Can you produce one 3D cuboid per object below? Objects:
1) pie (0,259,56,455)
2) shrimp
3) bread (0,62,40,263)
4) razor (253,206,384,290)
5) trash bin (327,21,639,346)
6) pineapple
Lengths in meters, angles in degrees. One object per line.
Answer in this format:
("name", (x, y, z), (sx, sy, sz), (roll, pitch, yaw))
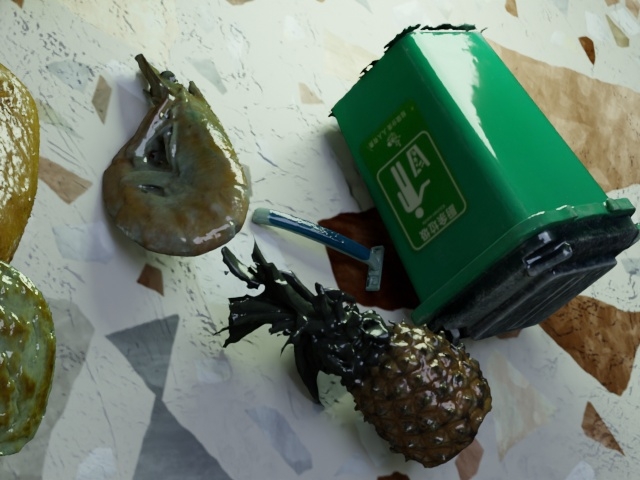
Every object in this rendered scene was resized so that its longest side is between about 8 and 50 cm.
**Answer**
("pie", (-0.361, 0.106, 1.384), (0.248, 0.090, 0.201), (10, 76, -38))
("shrimp", (-0.189, -0.103, 1.762), (0.168, 0.077, 0.317), (-14, 52, -15))
("bread", (-0.433, -0.119, 1.494), (0.328, 0.148, 0.337), (26, 34, -17))
("razor", (0.002, -0.002, 1.871), (0.191, 0.037, 0.068), (26, 51, -22))
("trash bin", (0.215, -0.082, 1.933), (0.295, 0.259, 0.381), (-9, 64, -48))
("pineapple", (0.026, 0.125, 1.727), (0.364, 0.165, 0.165), (32, 48, -13))
